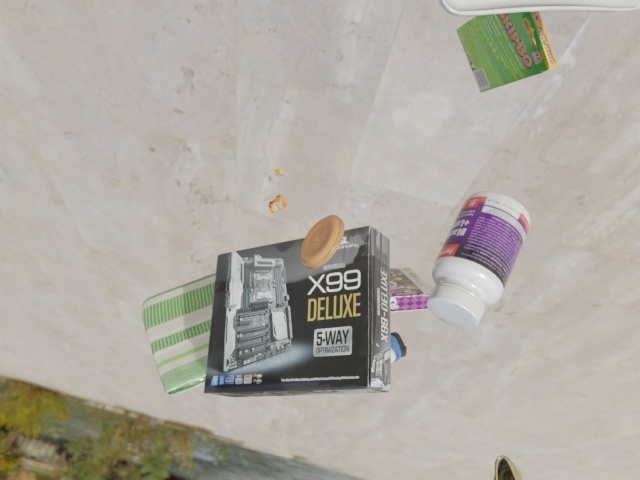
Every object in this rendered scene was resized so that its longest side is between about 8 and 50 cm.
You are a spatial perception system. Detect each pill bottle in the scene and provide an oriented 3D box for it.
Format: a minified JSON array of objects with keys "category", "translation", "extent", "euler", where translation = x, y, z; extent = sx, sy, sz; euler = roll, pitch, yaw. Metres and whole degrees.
[{"category":"pill bottle","translation":[0.233,0.030,0.897],"extent":[0.108,0.193,0.108],"euler":[25,155,12]}]

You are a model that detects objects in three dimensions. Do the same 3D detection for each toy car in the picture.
[{"category":"toy car","translation":[-0.121,-0.138,1.682],"extent":[0.040,0.060,0.122],"euler":[7,114,43]}]

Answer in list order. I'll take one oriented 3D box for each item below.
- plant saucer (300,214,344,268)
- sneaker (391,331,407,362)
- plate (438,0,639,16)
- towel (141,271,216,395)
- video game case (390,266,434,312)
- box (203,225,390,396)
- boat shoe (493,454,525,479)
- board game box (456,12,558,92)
[{"category":"plant saucer","translation":[0.000,0.000,0.834],"extent":[0.013,0.083,0.083],"euler":[34,144,-29]},{"category":"sneaker","translation":[0.157,0.256,1.549],"extent":[0.152,0.084,0.058],"euler":[36,123,38]},{"category":"plate","translation":[0.213,-0.371,0.691],"extent":[0.277,0.278,0.045],"euler":[-10,166,-22]},{"category":"towel","translation":[-0.253,0.186,1.315],"extent":[0.248,0.325,0.038],"euler":[-19,126,-17]},{"category":"video game case","translation":[0.112,0.107,1.289],"extent":[0.232,0.042,0.210],"euler":[-3,-168,-7]},{"category":"box","translation":[-0.038,0.122,0.959],"extent":[0.307,0.242,0.076],"euler":[-10,157,31]},{"category":"boat shoe","translation":[0.262,0.371,0.812],"extent":[0.056,0.153,0.048],"euler":[-18,129,24]},{"category":"board game box","translation":[0.296,-0.316,0.965],"extent":[0.039,0.124,0.259],"euler":[-25,-171,-1]}]
